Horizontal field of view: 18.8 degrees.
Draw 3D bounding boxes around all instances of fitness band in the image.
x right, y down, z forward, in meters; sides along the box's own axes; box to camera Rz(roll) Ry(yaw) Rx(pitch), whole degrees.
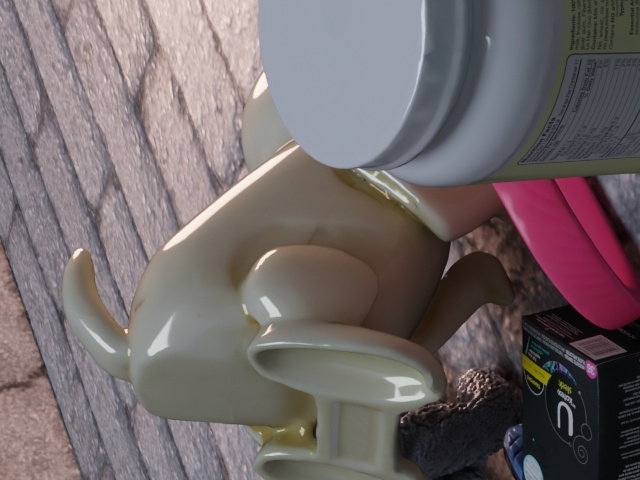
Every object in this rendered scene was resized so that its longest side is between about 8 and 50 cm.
[{"bbox_3d":[0.176,-0.054,1.569,0.209,0.054,0.291,40,-159,-59],"label":"fitness band"}]

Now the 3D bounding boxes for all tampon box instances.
[{"bbox_3d":[0.238,0.144,1.608,0.120,0.101,0.161,-146,48,-58],"label":"tampon box"}]

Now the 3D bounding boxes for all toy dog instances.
[{"bbox_3d":[0.000,0.000,1.768,0.284,0.395,0.408,75,-153,-51],"label":"toy dog"}]

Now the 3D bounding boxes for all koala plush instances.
[{"bbox_3d":[0.073,0.194,1.925,0.221,0.203,0.196,-122,29,-62],"label":"koala plush"}]

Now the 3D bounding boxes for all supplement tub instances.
[{"bbox_3d":[0.144,-0.157,1.357,0.235,0.325,0.235,11,103,56],"label":"supplement tub"}]

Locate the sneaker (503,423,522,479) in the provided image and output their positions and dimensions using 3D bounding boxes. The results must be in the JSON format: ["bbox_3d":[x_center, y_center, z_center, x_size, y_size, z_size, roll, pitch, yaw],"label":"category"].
[{"bbox_3d":[0.212,0.251,1.761,0.188,0.067,0.078,63,146,24],"label":"sneaker"}]
